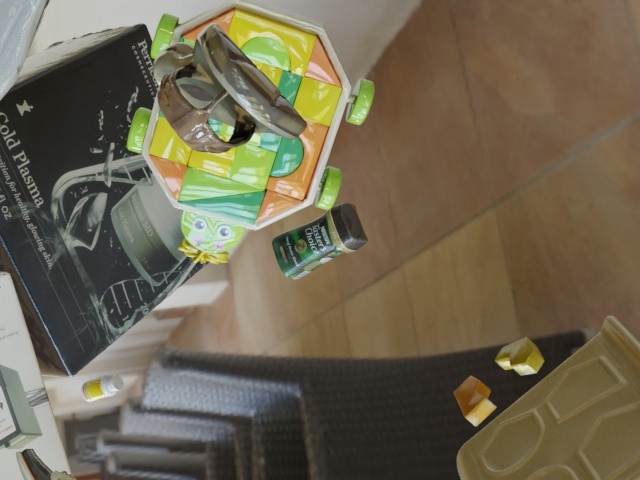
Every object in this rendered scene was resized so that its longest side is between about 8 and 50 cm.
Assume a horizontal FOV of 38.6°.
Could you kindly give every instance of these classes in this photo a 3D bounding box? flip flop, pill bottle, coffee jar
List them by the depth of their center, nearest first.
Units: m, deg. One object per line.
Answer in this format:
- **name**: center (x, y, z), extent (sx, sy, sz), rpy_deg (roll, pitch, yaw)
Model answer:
- **flip flop**: center (-0.095, -0.114, 0.761), extent (0.112, 0.080, 0.277), rpy_deg (46, 170, -24)
- **pill bottle**: center (-0.428, 0.289, 1.800), extent (0.083, 0.043, 0.043), rpy_deg (-20, 73, 30)
- **coffee jar**: center (0.000, 0.000, 1.805), extent (0.184, 0.079, 0.096), rpy_deg (-27, 73, 24)

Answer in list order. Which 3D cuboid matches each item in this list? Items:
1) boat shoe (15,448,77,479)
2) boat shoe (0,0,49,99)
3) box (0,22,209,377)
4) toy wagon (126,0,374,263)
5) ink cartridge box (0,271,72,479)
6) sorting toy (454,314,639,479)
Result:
- **boat shoe**: center (-0.262, 0.261, 0.930), extent (0.137, 0.043, 0.049), rpy_deg (44, 149, 23)
- **boat shoe**: center (-0.394, -0.283, 1.141), extent (0.335, 0.121, 0.119), rpy_deg (-55, 12, 5)
- **box**: center (-0.478, -0.080, 1.683), extent (0.297, 0.472, 0.480), rpy_deg (-2, 118, 36)
- **toy wagon**: center (-0.099, -0.115, 1.124), extent (0.068, 0.267, 0.344), rpy_deg (-96, 24, -69)
- **ink cartridge box**: center (-0.430, 0.179, 1.128), extent (0.198, 0.114, 0.273), rpy_deg (2, 109, 51)
- **sorting toy**: center (0.227, 0.179, 0.890), extent (0.229, 0.041, 0.307), rpy_deg (-46, 15, 10)
